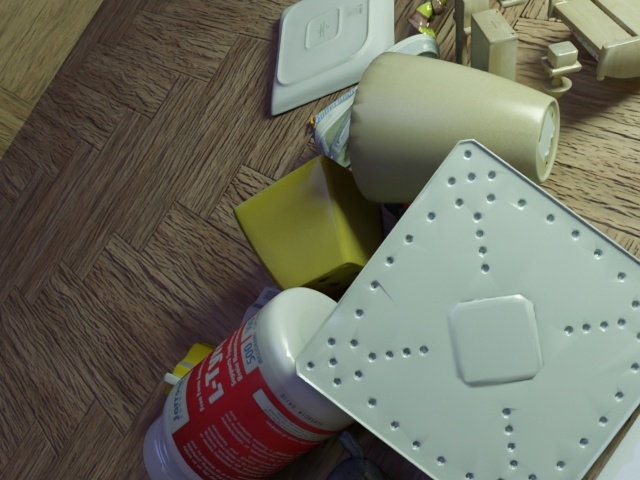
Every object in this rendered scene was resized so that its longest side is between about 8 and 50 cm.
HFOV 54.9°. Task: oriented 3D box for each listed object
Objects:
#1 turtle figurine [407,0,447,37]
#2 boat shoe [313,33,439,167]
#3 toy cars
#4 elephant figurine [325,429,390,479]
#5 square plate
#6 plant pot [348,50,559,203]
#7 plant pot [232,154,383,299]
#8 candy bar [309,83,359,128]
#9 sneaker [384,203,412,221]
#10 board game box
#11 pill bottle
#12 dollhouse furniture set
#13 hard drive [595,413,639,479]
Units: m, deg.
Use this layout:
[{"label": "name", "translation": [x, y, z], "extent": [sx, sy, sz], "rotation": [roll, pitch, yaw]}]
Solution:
[{"label": "turtle figurine", "translation": [0.262, -0.508, 1.213], "extent": [0.217, 0.087, 0.269], "rotation": [-51, 10, 24]}, {"label": "boat shoe", "translation": [0.121, -0.275, 1.247], "extent": [0.320, 0.118, 0.103], "rotation": [-40, 55, 20]}, {"label": "toy cars", "translation": [-0.194, 0.234, 1.234], "extent": [0.393, 0.087, 0.177], "rotation": [-39, 49, 15]}, {"label": "elephant figurine", "translation": [0.019, 0.447, 0.923], "extent": [0.239, 0.169, 0.186], "rotation": [-45, 16, 31]}, {"label": "square plate", "translation": [0.019, -0.500, 1.486], "extent": [0.343, 0.049, 0.348], "rotation": [-14, 59, 32]}, {"label": "plant pot", "translation": [0.226, -0.170, 0.986], "extent": [0.273, 0.256, 0.257], "rotation": [11, 74, 33]}, {"label": "plant pot", "translation": [0.000, 0.000, 1.142], "extent": [0.212, 0.212, 0.187], "rotation": [-29, 66, 23]}, {"label": "candy bar", "translation": [0.043, -0.304, 1.384], "extent": [0.161, 0.018, 0.040], "rotation": [-31, 51, 21]}, {"label": "sneaker", "translation": [0.164, -0.031, 1.118], "extent": [0.158, 0.061, 0.065], "rotation": [32, 95, 44]}, {"label": "board game box", "translation": [0.230, 0.131, 0.828], "extent": [0.390, 0.050, 0.390], "rotation": [37, 92, 2]}, {"label": "pill bottle", "translation": [-0.116, 0.278, 1.033], "extent": [0.407, 0.229, 0.229], "rotation": [-42, 47, 28]}, {"label": "dollhouse furniture set", "translation": [0.444, -0.338, 1.074], "extent": [0.355, 0.174, 0.303], "rotation": [-12, 45, 1]}, {"label": "hard drive", "translation": [0.459, 0.297, 0.723], "extent": [0.210, 0.040, 0.319], "rotation": [34, 89, 44]}]
